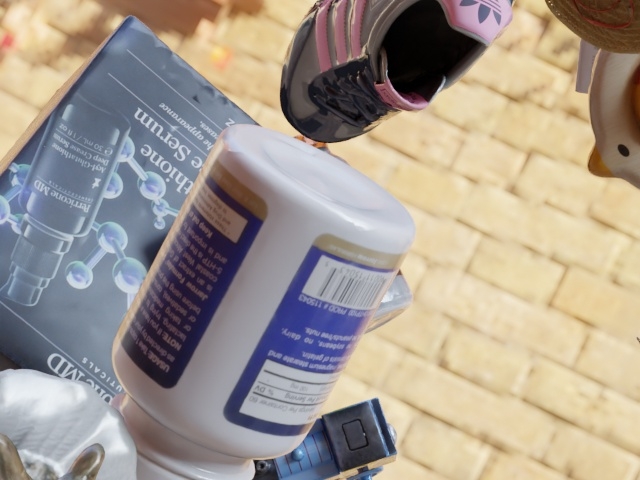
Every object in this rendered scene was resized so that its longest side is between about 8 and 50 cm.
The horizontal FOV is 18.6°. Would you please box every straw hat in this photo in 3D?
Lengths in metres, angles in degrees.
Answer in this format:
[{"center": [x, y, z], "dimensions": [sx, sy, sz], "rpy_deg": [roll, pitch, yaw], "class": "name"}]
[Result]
[{"center": [0.205, -0.193, 1.231], "dimensions": [0.144, 0.144, 0.061], "rpy_deg": [25, 37, 16], "class": "straw hat"}]

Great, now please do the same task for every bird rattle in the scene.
[{"center": [0.307, -0.110, 1.463], "dimensions": [0.206, 0.254, 0.143], "rpy_deg": [11, 17, 1], "class": "bird rattle"}]

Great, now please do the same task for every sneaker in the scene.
[{"center": [0.048, -0.141, 1.529], "dimensions": [0.112, 0.131, 0.319], "rpy_deg": [22, -35, -16], "class": "sneaker"}]

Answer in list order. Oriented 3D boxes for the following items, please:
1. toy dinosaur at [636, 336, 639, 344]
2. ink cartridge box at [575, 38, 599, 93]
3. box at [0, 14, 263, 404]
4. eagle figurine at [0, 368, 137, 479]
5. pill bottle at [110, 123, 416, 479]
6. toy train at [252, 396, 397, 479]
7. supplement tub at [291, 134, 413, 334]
[{"center": [0.310, 0.089, 1.379], "dimensions": [0.211, 0.064, 0.112], "rpy_deg": [7, -21, 23], "class": "toy dinosaur"}, {"center": [0.321, -0.232, 1.792], "dimensions": [0.148, 0.203, 0.086], "rpy_deg": [9, 15, 14], "class": "ink cartridge box"}, {"center": [-0.221, 0.025, 1.998], "dimensions": [0.293, 0.395, 0.212], "rpy_deg": [40, -33, -10], "class": "box"}, {"center": [-0.232, 0.172, 0.888], "dimensions": [0.298, 0.226, 0.225], "rpy_deg": [-18, -30, 23], "class": "eagle figurine"}, {"center": [-0.041, 0.046, 0.991], "dimensions": [0.112, 0.187, 0.112], "rpy_deg": [27, 14, -8], "class": "pill bottle"}, {"center": [-0.009, 0.219, 1.985], "dimensions": [0.184, 0.080, 0.105], "rpy_deg": [-17, -16, -5], "class": "toy train"}, {"center": [0.000, 0.000, 1.862], "dimensions": [0.117, 0.117, 0.190], "rpy_deg": [74, -9, -81], "class": "supplement tub"}]
